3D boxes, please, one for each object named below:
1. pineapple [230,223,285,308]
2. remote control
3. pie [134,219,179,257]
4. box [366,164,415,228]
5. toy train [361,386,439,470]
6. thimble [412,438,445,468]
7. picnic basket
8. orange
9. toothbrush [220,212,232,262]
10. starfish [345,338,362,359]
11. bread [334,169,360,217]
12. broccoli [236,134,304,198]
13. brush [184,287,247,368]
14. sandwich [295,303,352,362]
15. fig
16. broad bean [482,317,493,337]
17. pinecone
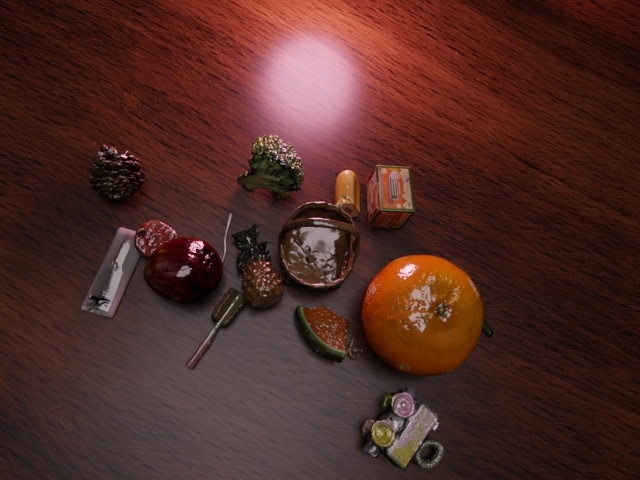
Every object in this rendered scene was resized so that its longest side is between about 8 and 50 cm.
[{"bbox_3d":[-0.223,0.079,1.547,0.170,0.141,0.309,-32,61,19],"label":"pineapple"},{"bbox_3d":[-0.712,0.103,1.505,0.110,0.055,0.312,17,68,-3],"label":"remote control"},{"bbox_3d":[-0.586,0.000,1.553,0.154,0.038,0.153,10,72,-32],"label":"pie"},{"bbox_3d":[0.265,-0.166,1.702,0.148,0.177,0.194,2,70,-8],"label":"box"},{"bbox_3d":[0.257,0.617,1.434,0.177,0.134,0.261,41,69,7],"label":"toy train"},{"bbox_3d":[0.359,0.710,1.456,0.110,0.062,0.084,-15,74,-14],"label":"thimble"},{"bbox_3d":[0.000,0.000,1.524,0.294,0.337,0.336,7,69,-7],"label":"picnic basket"},{"bbox_3d":[0.350,0.247,1.485,0.425,0.326,0.423,2,70,-7],"label":"orange"},{"bbox_3d":[-0.352,-0.009,1.628,0.022,0.017,0.203,17,67,-24],"label":"toothbrush"},{"bbox_3d":[0.100,0.385,1.552,0.078,0.028,0.091,-34,76,-21],"label":"starfish"},{"bbox_3d":[0.102,-0.181,1.713,0.085,0.134,0.173,-7,63,21],"label":"bread"},{"bbox_3d":[-0.179,-0.291,1.667,0.242,0.273,0.180,49,52,-35],"label":"broccoli"},{"bbox_3d":[-0.360,0.300,1.484,0.084,0.071,0.300,34,69,0],"label":"brush"},{"bbox_3d":[0.004,0.315,1.530,0.235,0.079,0.159,32,50,9],"label":"sandwich"},{"bbox_3d":[-0.465,0.103,1.468,0.264,0.224,0.223,0,70,-8],"label":"fig"},{"bbox_3d":[0.582,0.240,1.679,0.060,0.043,0.297,-14,73,-26],"label":"broad bean"},{"bbox_3d":[-0.733,-0.247,1.573,0.184,0.179,0.204,17,49,-26],"label":"pinecone"}]
